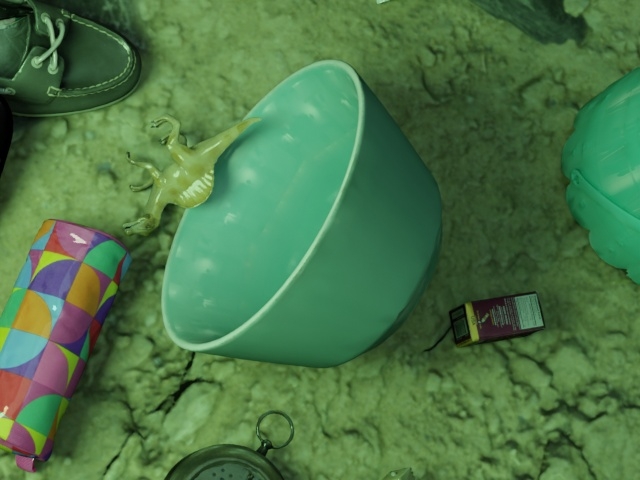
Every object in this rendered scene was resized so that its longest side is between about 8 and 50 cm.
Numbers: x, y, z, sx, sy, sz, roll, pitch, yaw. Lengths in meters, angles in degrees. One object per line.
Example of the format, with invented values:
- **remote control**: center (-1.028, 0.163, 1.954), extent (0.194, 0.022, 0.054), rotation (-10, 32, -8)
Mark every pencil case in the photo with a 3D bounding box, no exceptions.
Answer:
- **pencil case**: center (-0.265, 0.097, 1.549), extent (0.104, 0.104, 0.236), rotation (24, 76, -8)

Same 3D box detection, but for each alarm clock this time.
- **alarm clock**: center (-0.084, 0.248, 1.579), extent (0.129, 0.064, 0.192), rotation (34, 69, -5)

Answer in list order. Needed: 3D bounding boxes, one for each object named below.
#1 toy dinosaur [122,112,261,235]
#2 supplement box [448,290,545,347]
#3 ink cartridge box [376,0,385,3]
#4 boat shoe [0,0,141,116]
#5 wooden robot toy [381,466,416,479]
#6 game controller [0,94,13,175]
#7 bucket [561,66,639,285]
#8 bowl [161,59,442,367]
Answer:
- **toy dinosaur**: center (-0.135, -0.080, 1.622), extent (0.183, 0.053, 0.092), rotation (-43, 69, 11)
- **supplement box**: center (0.184, 0.083, 1.681), extent (0.083, 0.055, 0.043), rotation (-8, 80, -16)
- **ink cartridge box**: center (0.176, -0.370, 1.766), extent (0.255, 0.097, 0.188), rotation (-14, 80, 18)
- **boat shoe**: center (-0.339, -0.196, 1.591), extent (0.335, 0.095, 0.112), rotation (9, 76, -12)
- **wooden robot toy**: center (0.124, 0.299, 1.628), extent (0.173, 0.076, 0.079), rotation (51, 37, 1)
- **game controller**: center (-0.460, -0.111, 1.540), extent (0.319, 0.067, 0.166), rotation (18, 108, -10)
- **bucket**: center (0.416, -0.086, 1.707), extent (0.281, 0.183, 0.281), rotation (2, 78, -12)
- **bowl**: center (0.000, 0.000, 1.552), extent (0.163, 0.311, 0.311), rotation (32, 72, -26)
